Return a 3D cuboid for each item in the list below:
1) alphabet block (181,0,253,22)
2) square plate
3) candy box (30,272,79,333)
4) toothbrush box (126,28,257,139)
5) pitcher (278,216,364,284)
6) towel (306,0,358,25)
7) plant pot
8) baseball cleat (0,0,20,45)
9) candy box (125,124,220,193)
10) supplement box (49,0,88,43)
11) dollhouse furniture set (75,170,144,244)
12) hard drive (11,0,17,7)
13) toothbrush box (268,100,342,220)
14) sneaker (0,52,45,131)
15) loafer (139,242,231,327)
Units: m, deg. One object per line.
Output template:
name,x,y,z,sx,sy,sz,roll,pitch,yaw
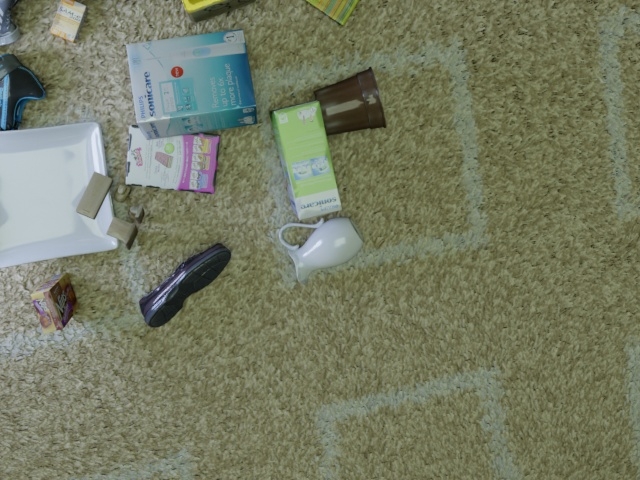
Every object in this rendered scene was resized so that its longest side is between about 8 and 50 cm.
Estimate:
alphabet block,-0.270,-0.666,1.632,0.192,0.197,0.193,-22,103,-3
square plate,-0.724,-0.119,1.718,0.347,0.049,0.344,-10,103,-22
candy box,-0.694,0.161,1.744,0.053,0.186,0.109,-15,102,-5
toothbrush box,-0.321,-0.393,1.681,0.295,0.126,0.216,-9,78,-5
pitcher,0.000,0.000,1.850,0.207,0.125,0.178,-31,88,10
towel,-0.011,-0.676,1.759,0.237,0.021,0.102,32,90,-12
plant pot,0.075,-0.359,1.769,0.165,0.167,0.167,-15,103,4
baseball cleat,-0.771,-0.553,1.622,0.206,0.072,0.109,-26,139,35
candy box,-0.391,-0.216,1.769,0.233,0.071,0.159,6,100,-9
supplement box,-0.637,-0.559,1.685,0.062,0.036,0.098,21,97,-12
dollhouse furniture set,-0.551,-0.076,1.763,0.151,0.123,0.144,23,77,-7
hard drive,-0.816,-0.710,1.621,0.255,0.054,0.172,37,94,-14
toothbrush box,-0.042,-0.215,1.748,0.122,0.206,0.283,-15,103,-5
sneaker,-0.842,-0.303,1.665,0.139,0.125,0.341,43,95,-17
loafer,-0.381,0.105,1.823,0.302,0.109,0.095,-44,60,1
